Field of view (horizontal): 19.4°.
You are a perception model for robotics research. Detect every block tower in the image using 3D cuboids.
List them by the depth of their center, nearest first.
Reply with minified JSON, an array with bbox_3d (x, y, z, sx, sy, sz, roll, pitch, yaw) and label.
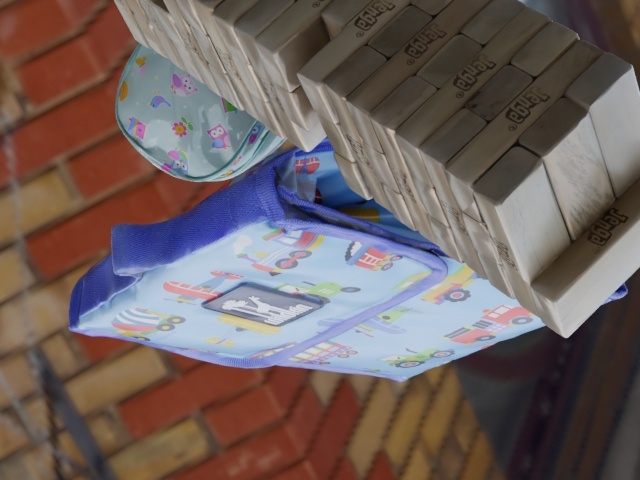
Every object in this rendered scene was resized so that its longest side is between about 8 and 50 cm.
[{"bbox_3d":[0.020,-0.088,0.898,0.091,0.097,0.335,-43,-129,-13],"label":"block tower"}]

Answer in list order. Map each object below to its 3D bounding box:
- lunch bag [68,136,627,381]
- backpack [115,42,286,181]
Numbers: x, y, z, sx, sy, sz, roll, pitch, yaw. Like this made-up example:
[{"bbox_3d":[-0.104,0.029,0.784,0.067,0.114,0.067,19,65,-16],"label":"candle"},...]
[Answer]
[{"bbox_3d":[0.000,0.000,1.148,0.293,0.138,0.221,2,162,-38],"label":"lunch bag"},{"bbox_3d":[-0.061,-0.129,1.288,0.182,0.152,0.115,-56,164,28],"label":"backpack"}]
